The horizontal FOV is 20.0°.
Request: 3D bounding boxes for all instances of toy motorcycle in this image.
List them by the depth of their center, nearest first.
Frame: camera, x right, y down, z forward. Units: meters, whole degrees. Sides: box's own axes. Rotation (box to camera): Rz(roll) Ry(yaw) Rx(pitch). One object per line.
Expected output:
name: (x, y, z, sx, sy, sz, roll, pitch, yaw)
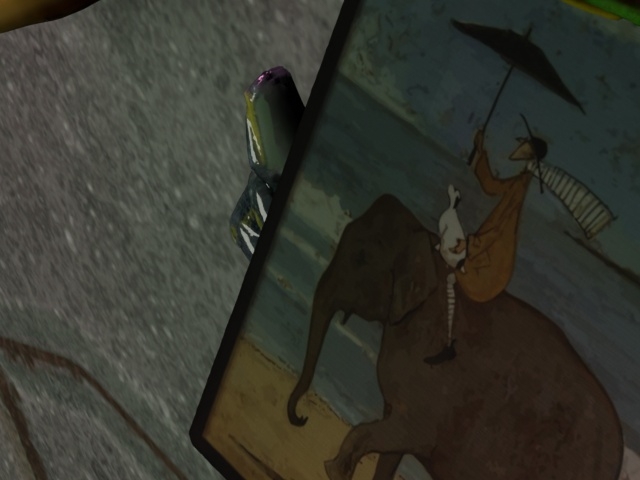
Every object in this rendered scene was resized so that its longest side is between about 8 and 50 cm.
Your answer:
toy motorcycle: (0.000, 0.000, 0.891, 0.124, 0.061, 0.193, 28, 145, 38)

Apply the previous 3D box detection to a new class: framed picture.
framed picture: (0.078, 0.003, 0.652, 0.265, 0.016, 0.347, 41, 119, 38)

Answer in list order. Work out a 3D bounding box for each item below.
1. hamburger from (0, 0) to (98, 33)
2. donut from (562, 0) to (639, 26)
hamburger: (-0.209, -0.209, 0.864, 0.276, 0.276, 0.236, 14, 127, 56)
donut: (0.089, -0.168, 0.527, 0.230, 0.096, 0.216, 53, 140, 23)
